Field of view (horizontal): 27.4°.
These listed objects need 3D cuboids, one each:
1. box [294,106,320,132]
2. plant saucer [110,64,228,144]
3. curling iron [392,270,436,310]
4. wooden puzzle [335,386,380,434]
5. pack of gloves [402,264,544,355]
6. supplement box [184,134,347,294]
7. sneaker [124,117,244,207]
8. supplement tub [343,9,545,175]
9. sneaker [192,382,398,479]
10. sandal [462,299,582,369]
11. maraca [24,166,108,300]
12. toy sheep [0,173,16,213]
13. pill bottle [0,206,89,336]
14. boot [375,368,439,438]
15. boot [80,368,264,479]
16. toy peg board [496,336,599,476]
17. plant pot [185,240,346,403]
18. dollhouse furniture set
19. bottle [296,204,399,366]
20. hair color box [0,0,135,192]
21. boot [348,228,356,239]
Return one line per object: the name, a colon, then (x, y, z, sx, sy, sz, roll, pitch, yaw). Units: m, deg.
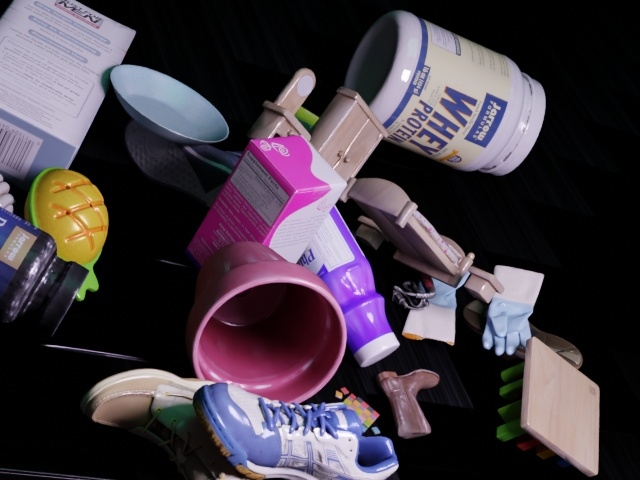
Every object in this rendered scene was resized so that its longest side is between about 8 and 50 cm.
box: (-0.020, -0.157, 2.251, 0.109, 0.042, 0.178, 31, 30, -4)
plant saucer: (-0.229, -0.190, 1.938, 0.195, 0.037, 0.195, 28, 23, -13)
curling iron: (0.144, 0.025, 2.149, 0.068, 0.035, 0.274, 0, 34, -2)
wooden puzzle: (0.052, 0.236, 1.814, 0.083, 0.006, 0.049, 40, 31, 8)
pack of gloves: (0.245, 0.115, 2.099, 0.195, 0.046, 0.232, 12, 35, 9)
supplement box: (-0.079, -0.029, 1.848, 0.111, 0.220, 0.114, -10, 52, -50)
sneaker: (-0.180, -0.121, 2.018, 0.226, 0.086, 0.163, 34, 21, 15)
supplement tub: (0.229, -0.266, 2.448, 0.325, 0.235, 0.235, 20, 34, -23)
sneaker: (-0.025, 0.223, 1.553, 0.296, 0.131, 0.112, 38, 22, -43)
sandal: (0.317, 0.163, 2.102, 0.219, 0.060, 0.090, 28, 40, 28)
maraca: (-0.330, -0.011, 1.711, 0.127, 0.099, 0.186, 24, 50, -44)
toy sheep: (-0.434, -0.053, 1.681, 0.132, 0.091, 0.091, 40, 31, -1)
pill bottle: (-0.395, 0.022, 1.574, 0.219, 0.123, 0.123, 30, 31, -9)
boot: (0.140, 0.236, 1.868, 0.106, 0.037, 0.114, 0, 40, -25)
boot: (-0.167, 0.238, 1.537, 0.213, 0.077, 0.165, 12, 38, -43)
toy peg board: (0.338, 0.259, 1.978, 0.160, 0.079, 0.161, 37, 44, -26)
plant pot: (-0.085, 0.095, 1.719, 0.201, 0.201, 0.180, 19, 19, -24)
dollhouse furniture set: (0.118, -0.101, 1.995, 0.355, 0.174, 0.303, 26, -13, 42)
bottle: (0.018, 0.049, 1.923, 0.092, 0.118, 0.283, -22, 74, -29)
hair color box: (-0.410, -0.230, 1.916, 0.185, 0.113, 0.374, 28, 32, -12)
boot: (0.000, 0.000, 2.056, 0.099, 0.045, 0.121, 28, 33, -6)
